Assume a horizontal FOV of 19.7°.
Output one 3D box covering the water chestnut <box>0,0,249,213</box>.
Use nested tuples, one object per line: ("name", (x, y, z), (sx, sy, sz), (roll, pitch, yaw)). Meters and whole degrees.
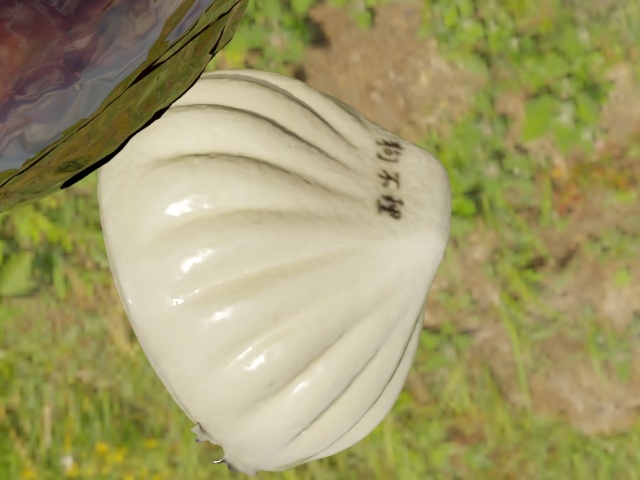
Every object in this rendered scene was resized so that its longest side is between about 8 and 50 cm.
("water chestnut", (-0.110, -0.178, 0.471), (0.335, 0.335, 0.347), (-18, 158, 13))

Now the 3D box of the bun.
("bun", (0.000, 0.000, 1.151), (0.175, 0.263, 0.263), (-23, 142, 22))
